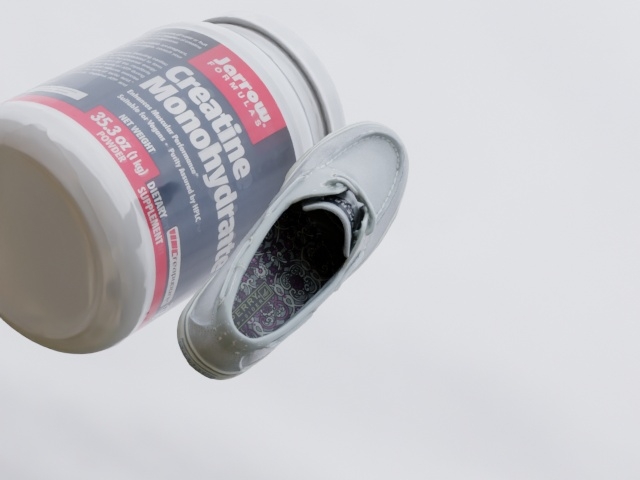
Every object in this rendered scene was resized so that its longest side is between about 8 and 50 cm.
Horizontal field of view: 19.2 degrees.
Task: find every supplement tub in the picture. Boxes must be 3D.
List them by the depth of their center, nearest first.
[{"bbox_3d":[-0.126,-0.051,1.408,0.191,0.272,0.191,20,-55,31],"label":"supplement tub"}]

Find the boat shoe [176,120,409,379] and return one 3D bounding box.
[{"bbox_3d":[-0.001,0.000,1.214,0.079,0.227,0.081,46,-32,-9],"label":"boat shoe"}]
